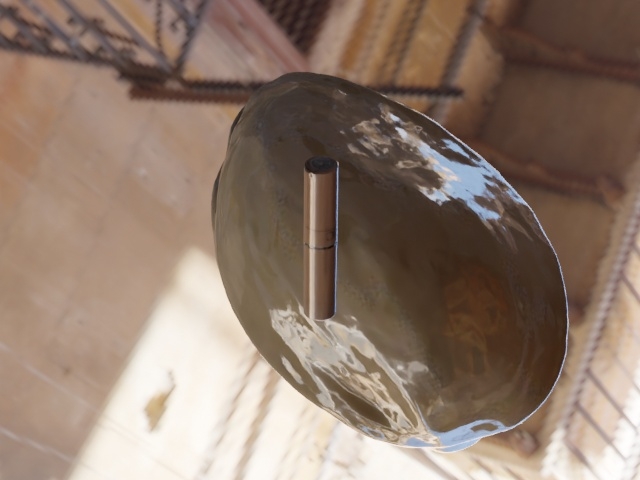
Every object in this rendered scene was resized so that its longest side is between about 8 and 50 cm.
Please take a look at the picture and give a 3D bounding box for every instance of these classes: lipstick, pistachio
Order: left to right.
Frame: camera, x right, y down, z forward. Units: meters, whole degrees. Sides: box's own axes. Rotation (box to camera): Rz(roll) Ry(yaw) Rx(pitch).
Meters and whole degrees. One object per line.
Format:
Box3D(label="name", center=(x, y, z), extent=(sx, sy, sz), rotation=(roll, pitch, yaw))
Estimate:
Box3D(label="lipstick", center=(0.000, 0.000, 0.959), extent=(0.019, 0.094, 0.019), rotation=(0, -145, 0))
Box3D(label="pistachio", center=(0.041, 0.013, 1.382), extent=(0.226, 0.208, 0.332), rotation=(-42, -107, -6))
